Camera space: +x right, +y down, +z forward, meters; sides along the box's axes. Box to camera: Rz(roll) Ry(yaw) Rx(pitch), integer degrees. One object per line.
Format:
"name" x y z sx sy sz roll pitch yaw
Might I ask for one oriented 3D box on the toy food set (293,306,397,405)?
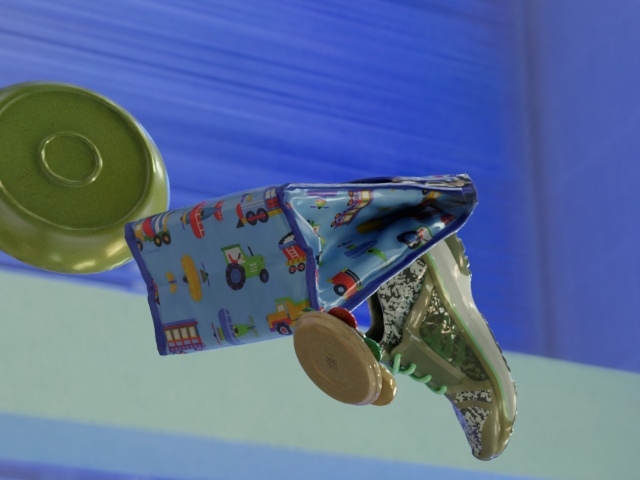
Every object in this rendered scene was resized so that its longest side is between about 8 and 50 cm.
"toy food set" 0.014 0.082 1.147 0.083 0.020 0.083 8 -53 45

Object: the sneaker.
"sneaker" 0.127 0.134 2.182 0.410 0.182 0.158 67 -13 -18

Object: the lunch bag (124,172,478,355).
"lunch bag" 0.000 0.000 1.566 0.221 0.293 0.138 -12 -85 42

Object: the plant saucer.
"plant saucer" -0.268 -0.078 1.700 0.037 0.241 0.241 128 -35 -52
